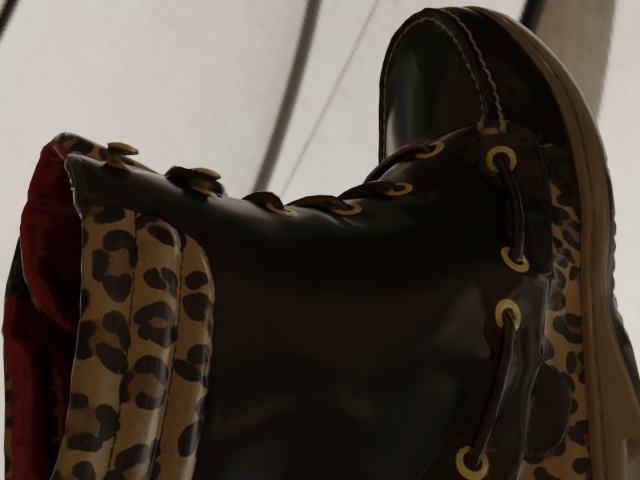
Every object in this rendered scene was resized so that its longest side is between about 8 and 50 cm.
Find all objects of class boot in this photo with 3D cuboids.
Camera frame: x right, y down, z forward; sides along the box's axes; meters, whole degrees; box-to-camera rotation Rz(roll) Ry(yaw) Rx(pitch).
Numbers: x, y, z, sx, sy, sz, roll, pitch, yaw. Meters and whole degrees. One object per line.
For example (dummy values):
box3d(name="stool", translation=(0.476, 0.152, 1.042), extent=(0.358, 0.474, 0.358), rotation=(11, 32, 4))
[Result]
box3d(name="boot", translation=(0.000, 0.000, 0.581), extent=(0.284, 0.138, 0.378), rotation=(13, -125, -25))
